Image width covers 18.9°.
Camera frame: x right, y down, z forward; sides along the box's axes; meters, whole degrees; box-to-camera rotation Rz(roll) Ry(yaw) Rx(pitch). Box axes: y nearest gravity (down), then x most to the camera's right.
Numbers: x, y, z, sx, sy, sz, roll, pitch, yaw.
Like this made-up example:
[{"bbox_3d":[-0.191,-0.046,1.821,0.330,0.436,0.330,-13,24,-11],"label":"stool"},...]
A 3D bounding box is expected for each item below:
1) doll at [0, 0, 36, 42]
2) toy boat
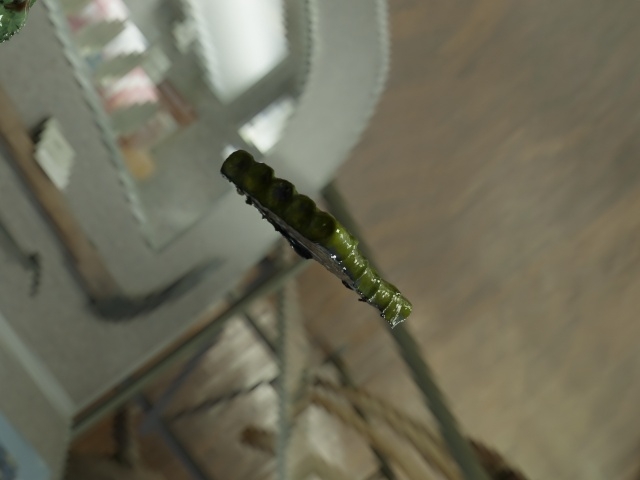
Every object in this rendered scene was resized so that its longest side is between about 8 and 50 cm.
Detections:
[{"bbox_3d":[-0.131,-0.067,0.537,0.150,0.077,0.115,-34,148,-42],"label":"doll"},{"bbox_3d":[0.000,0.000,0.800,0.016,0.063,0.115,-50,156,-4],"label":"toy boat"}]
